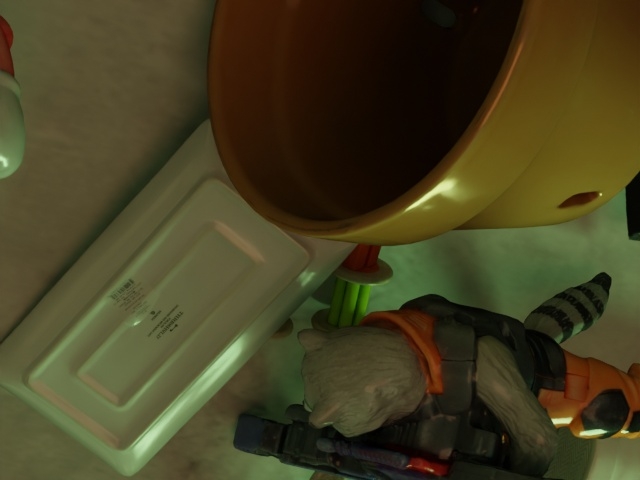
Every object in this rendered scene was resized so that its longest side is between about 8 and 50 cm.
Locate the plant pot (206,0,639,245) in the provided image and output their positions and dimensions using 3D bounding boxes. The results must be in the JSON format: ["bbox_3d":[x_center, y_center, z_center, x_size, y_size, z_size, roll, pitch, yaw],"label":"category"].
[{"bbox_3d":[0.093,-0.125,0.977,0.203,0.291,0.291,15,111,-41],"label":"plant pot"}]

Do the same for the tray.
[{"bbox_3d":[-0.111,0.052,1.088,0.145,0.030,0.270,39,108,-14],"label":"tray"}]

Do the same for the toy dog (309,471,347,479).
[{"bbox_3d":[0.057,0.338,1.153,0.220,0.334,0.161,-46,122,4],"label":"toy dog"}]

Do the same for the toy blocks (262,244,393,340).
[{"bbox_3d":[0.000,0.000,1.122,0.123,0.054,0.148,4,114,-18],"label":"toy blocks"}]

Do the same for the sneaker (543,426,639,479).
[{"bbox_3d":[0.257,0.291,1.320,0.169,0.108,0.292,12,110,-19],"label":"sneaker"}]

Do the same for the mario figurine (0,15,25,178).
[{"bbox_3d":[-0.264,-0.144,0.889,0.170,0.198,0.320,-1,114,-26],"label":"mario figurine"}]

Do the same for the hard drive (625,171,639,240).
[{"bbox_3d":[0.406,-0.059,1.084,0.237,0.339,0.064,6,73,-19],"label":"hard drive"}]

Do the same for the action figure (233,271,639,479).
[{"bbox_3d":[0.092,0.101,1.118,0.330,0.341,0.178,6,88,-47],"label":"action figure"}]
